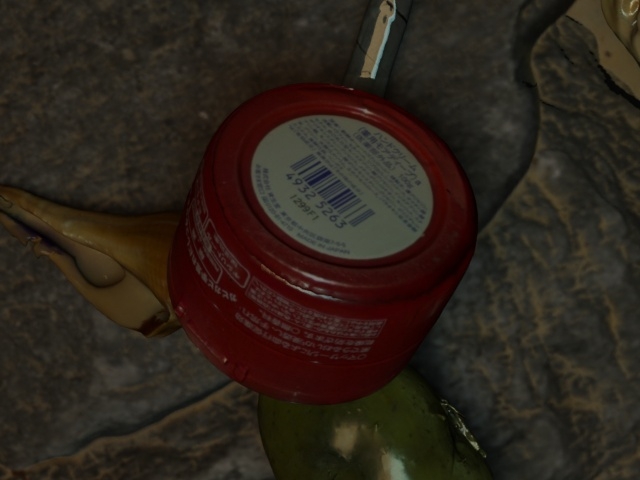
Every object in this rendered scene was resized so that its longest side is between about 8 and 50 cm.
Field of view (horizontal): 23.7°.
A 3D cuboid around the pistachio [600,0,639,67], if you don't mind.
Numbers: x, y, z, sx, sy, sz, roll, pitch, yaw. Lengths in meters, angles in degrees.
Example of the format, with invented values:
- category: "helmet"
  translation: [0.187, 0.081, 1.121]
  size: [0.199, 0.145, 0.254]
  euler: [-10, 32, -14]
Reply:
- category: "pistachio"
  translation: [0.310, -0.214, 1.139]
  size: [0.157, 0.157, 0.229]
  euler: [33, 99, 6]

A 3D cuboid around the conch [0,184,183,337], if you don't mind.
- category: "conch"
  translation: [-0.153, 0.012, 1.317]
  size: [0.330, 0.093, 0.109]
  euler: [23, 123, 29]

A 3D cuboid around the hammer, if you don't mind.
- category: "hammer"
  translation: [0.088, -0.261, 1.232]
  size: [0.152, 0.044, 0.427]
  euler: [18, 103, 11]

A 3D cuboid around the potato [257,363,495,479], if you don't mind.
- category: "potato"
  translation: [0.049, 0.186, 1.265]
  size: [0.169, 0.143, 0.248]
  euler: [-43, 79, 20]

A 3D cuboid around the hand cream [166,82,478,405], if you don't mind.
- category: "hand cream"
  translation: [0.000, 0.000, 1.183]
  size: [0.230, 0.230, 0.149]
  euler: [31, 142, 7]
